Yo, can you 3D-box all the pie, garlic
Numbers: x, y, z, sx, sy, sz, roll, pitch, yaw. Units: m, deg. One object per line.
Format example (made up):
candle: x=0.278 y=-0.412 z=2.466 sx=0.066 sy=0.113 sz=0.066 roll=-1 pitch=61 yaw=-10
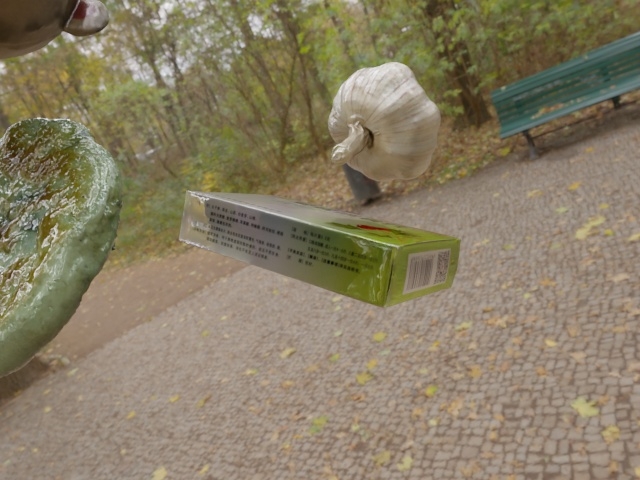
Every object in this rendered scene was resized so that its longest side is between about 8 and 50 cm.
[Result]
pie: x=-0.259 y=0.003 z=0.467 sx=0.240 sy=0.054 sz=0.241 roll=-15 pitch=56 yaw=23
garlic: x=0.075 y=-0.158 z=0.901 sx=0.199 sy=0.199 sz=0.226 roll=-11 pitch=23 yaw=42

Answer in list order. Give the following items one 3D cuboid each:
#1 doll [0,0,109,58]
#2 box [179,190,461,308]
doll: x=-0.373 y=-0.234 z=0.521 sx=0.330 sy=0.235 sz=0.174 roll=-40 pitch=-10 yaw=-45
box: x=0.000 y=0.000 z=0.629 sx=0.260 sy=0.062 sz=0.175 roll=14 pitch=10 yaw=30
